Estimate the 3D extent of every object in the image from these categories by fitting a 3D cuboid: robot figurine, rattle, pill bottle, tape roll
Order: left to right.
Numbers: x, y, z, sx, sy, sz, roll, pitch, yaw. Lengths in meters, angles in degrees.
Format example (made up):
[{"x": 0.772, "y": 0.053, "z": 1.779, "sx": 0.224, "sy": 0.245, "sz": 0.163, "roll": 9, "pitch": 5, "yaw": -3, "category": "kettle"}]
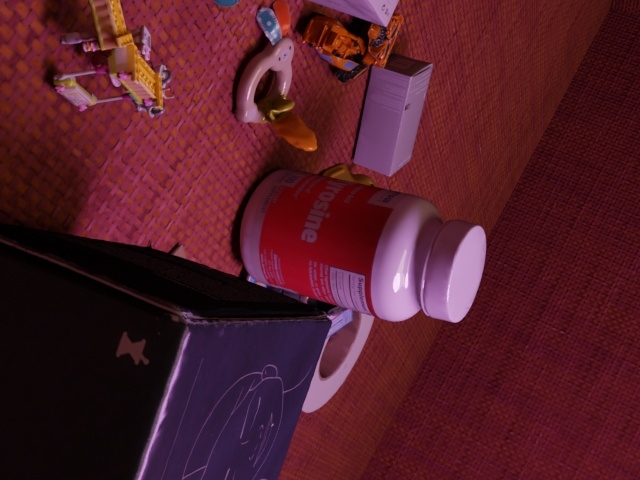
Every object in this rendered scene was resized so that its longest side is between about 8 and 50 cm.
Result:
[{"x": -0.051, "y": -0.266, "z": 1.331, "sx": 0.130, "sy": 0.142, "sz": 0.200, "roll": 4, "pitch": 117, "yaw": -47, "category": "rattle"}, {"x": 0.025, "y": 0.252, "z": 2.118, "sx": 0.392, "sy": 0.072, "sz": 0.392, "roll": -49, "pitch": 153, "yaw": -35, "category": "tape roll"}, {"x": 0.068, "y": -0.395, "z": 1.520, "sx": 0.291, "sy": 0.085, "sz": 0.211, "roll": -2, "pitch": 116, "yaw": -65, "category": "robot figurine"}, {"x": 0.077, "y": 0.014, "z": 1.502, "sx": 0.229, "sy": 0.407, "sz": 0.229, "roll": -36, "pitch": 133, "yaw": -51, "category": "pill bottle"}]

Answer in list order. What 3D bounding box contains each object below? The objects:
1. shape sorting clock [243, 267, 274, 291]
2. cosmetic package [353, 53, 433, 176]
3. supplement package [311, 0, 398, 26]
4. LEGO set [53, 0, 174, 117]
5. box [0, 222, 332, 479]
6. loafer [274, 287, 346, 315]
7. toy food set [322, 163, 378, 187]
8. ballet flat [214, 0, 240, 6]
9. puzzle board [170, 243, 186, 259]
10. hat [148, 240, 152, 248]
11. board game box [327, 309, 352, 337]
[{"x": -0.102, "y": 0.076, "z": 1.693, "sx": 0.206, "sy": 0.040, "sz": 0.206, "roll": -48, "pitch": 153, "yaw": -35, "category": "shape sorting clock"}, {"x": 0.158, "y": -0.276, "z": 1.823, "sx": 0.127, "sy": 0.107, "sz": 0.238, "roll": -41, "pitch": 145, "yaw": -50, "category": "cosmetic package"}, {"x": 0.066, "y": -0.516, "z": 1.267, "sx": 0.293, "sy": 0.177, "sz": 0.175, "roll": -65, "pitch": 157, "yaw": 0, "category": "supplement package"}, {"x": -0.268, "y": -0.241, "z": 0.966, "sx": 0.287, "sy": 0.107, "sz": 0.132, "roll": 72, "pitch": 13, "yaw": -53, "category": "LEGO set"}, {"x": -0.241, "y": 0.253, "z": 0.864, "sx": 0.472, "sy": 0.297, "sz": 0.480, "roll": 21, "pitch": 88, "yaw": -77, "category": "box"}, {"x": 0.010, "y": 0.124, "z": 1.754, "sx": 0.267, "sy": 0.084, "sz": 0.096, "roll": 12, "pitch": 98, "yaw": -53, "category": "loafer"}, {"x": 0.043, "y": -0.087, "z": 1.771, "sx": 0.071, "sy": 0.128, "sz": 0.218, "roll": -50, "pitch": 168, "yaw": 33, "category": "toy food set"}, {"x": -0.144, "y": -0.403, "z": 1.089, "sx": 0.206, "sy": 0.073, "sz": 0.067, "roll": 79, "pitch": 14, "yaw": -59, "category": "ballet flat"}, {"x": -0.255, "y": 0.077, "z": 1.394, "sx": 0.096, "sy": 0.011, "sz": 0.128, "roll": -52, "pitch": 155, "yaw": -32, "category": "puzzle board"}, {"x": -0.348, "y": 0.113, "z": 1.216, "sx": 0.208, "sy": 0.184, "sz": 0.173, "roll": 9, "pitch": 127, "yaw": -40, "category": "hat"}, {"x": 0.012, "y": 0.122, "z": 1.865, "sx": 0.160, "sy": 0.039, "sz": 0.212, "roll": -30, "pitch": 131, "yaw": -42, "category": "board game box"}]
